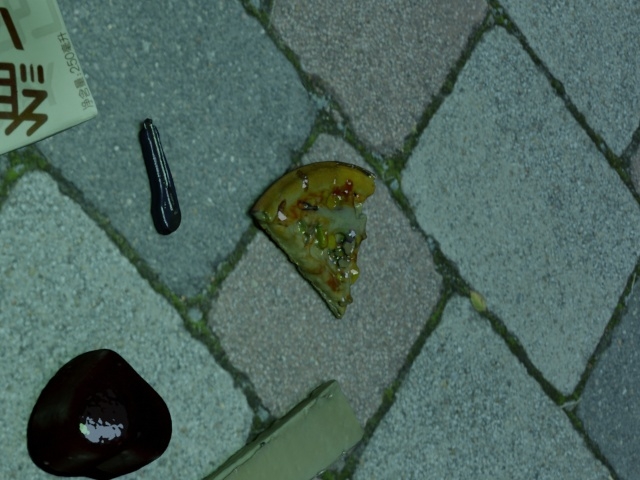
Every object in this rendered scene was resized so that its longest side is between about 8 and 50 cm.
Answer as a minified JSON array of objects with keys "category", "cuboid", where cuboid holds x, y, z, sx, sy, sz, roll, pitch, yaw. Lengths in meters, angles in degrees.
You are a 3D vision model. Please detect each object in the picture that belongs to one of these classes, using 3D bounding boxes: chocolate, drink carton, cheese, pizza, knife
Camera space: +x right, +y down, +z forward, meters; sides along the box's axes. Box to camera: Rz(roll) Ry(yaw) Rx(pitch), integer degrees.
[{"category":"chocolate","cuboid":[-0.198,0.166,1.827,0.148,0.080,0.125,14,73,-40]},{"category":"drink carton","cuboid":[-0.372,-0.145,1.688,0.324,0.132,0.194,-28,100,-42]},{"category":"cheese","cuboid":[-0.088,0.267,1.945,0.400,0.034,0.085,-33,104,-42]},{"category":"pizza","cuboid":[0.000,0.000,2.084,0.184,0.036,0.176,-4,85,-44]},{"category":"knife","cuboid":[-0.167,-0.066,1.949,0.031,0.018,0.121,-15,91,-47]}]
